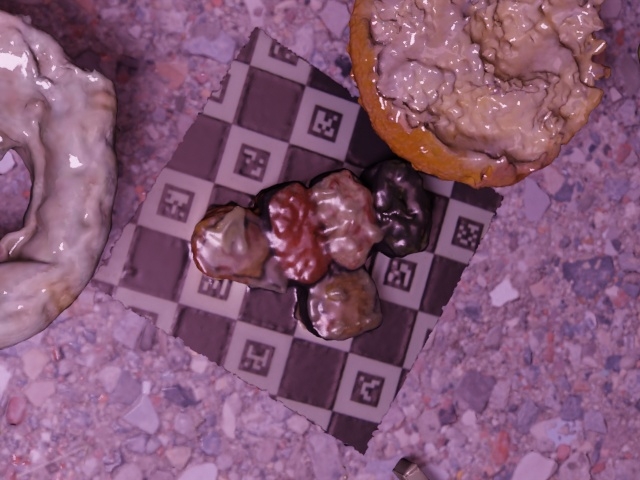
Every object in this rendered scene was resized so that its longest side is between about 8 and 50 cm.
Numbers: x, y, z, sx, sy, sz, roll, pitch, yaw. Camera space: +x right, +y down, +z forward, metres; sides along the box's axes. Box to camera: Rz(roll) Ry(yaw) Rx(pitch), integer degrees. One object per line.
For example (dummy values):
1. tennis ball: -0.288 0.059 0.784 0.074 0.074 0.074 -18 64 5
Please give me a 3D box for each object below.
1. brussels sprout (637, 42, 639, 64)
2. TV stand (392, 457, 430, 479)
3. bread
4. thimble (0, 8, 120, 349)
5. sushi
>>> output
1. brussels sprout: 0.476 -0.211 1.108 0.259 0.227 0.294 16 51 -25
2. TV stand: 0.161 0.330 1.112 0.042 0.036 0.249 -42 100 -11
3. bread: 0.153 -0.186 1.049 0.274 0.149 0.274 0 92 -11
4. thimble: -0.312 -0.052 0.887 0.291 0.195 0.291 4 81 -24
5. sushi: 0.000 0.000 1.052 0.339 0.069 0.320 34 81 -13
